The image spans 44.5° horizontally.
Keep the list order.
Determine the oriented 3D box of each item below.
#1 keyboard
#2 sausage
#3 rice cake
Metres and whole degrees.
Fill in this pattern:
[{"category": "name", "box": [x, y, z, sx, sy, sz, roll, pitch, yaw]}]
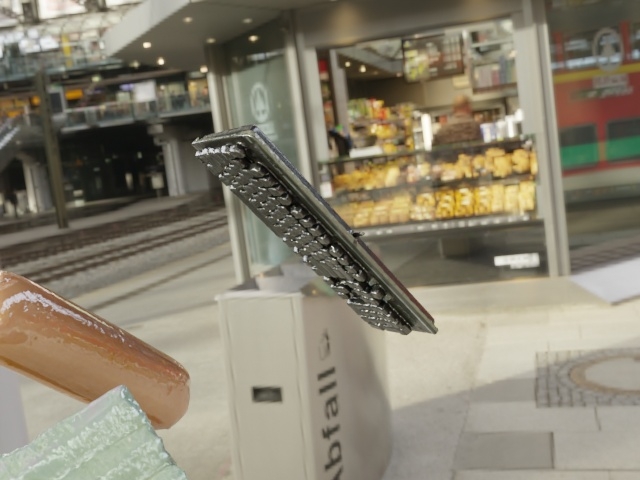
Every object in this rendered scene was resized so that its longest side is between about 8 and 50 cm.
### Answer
[{"category": "keyboard", "box": [0.000, 0.000, 0.594, 0.093, 0.230, 0.025, 1, 51, 54]}, {"category": "sausage", "box": [-0.237, 0.121, 0.798, 0.086, 0.086, 0.289, -3, -30, 35]}, {"category": "rice cake", "box": [-0.220, 0.223, 0.608, 0.237, 0.127, 0.043, -37, -12, -7]}]
